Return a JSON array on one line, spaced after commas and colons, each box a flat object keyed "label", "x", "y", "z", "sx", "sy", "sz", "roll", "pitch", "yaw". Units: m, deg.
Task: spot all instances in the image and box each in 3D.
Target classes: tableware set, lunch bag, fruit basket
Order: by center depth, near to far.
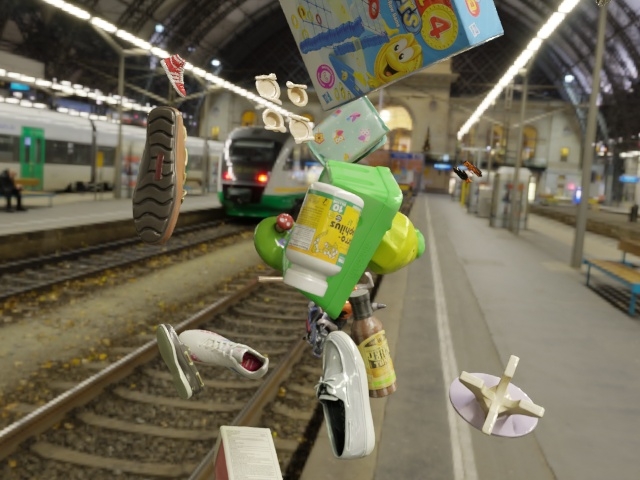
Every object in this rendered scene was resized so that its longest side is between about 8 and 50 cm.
[{"label": "tableware set", "x": -0.079, "y": -0.297, "z": 1.482, "sx": 0.141, "sy": 0.169, "sz": 0.020, "roll": 3, "pitch": -19, "yaw": -37}, {"label": "fruit basket", "x": 0.121, "y": 0.004, "z": 1.698, "sx": 0.391, "sy": 0.392, "sz": 0.283, "roll": 3, "pitch": 25, "yaw": -6}, {"label": "lunch bag", "x": 0.076, "y": -0.302, "z": 1.940, "sx": 0.223, "sy": 0.160, "sz": 0.262, "roll": -36, "pitch": 3, "yaw": 4}]

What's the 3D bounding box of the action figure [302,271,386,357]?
[{"label": "action figure", "x": 0.063, "y": 0.302, "z": 2.397, "sx": 0.178, "sy": 0.330, "sz": 0.341, "roll": 36, "pitch": 30, "yaw": -23}]

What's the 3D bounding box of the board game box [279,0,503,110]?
[{"label": "board game box", "x": 0.070, "y": -0.380, "z": 0.954, "sx": 0.086, "sy": 0.308, "sz": 0.301, "roll": -30, "pitch": 11, "yaw": -38}]

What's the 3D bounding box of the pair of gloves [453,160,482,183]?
[{"label": "pair of gloves", "x": 0.444, "y": -0.207, "z": 1.994, "sx": 0.074, "sy": 0.010, "sz": 0.083, "roll": 38, "pitch": -28, "yaw": -15}]

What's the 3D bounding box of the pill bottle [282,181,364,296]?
[{"label": "pill bottle", "x": 0.000, "y": 0.000, "z": 1.311, "sx": 0.117, "sy": 0.209, "sz": 0.117, "roll": 20, "pitch": -3, "yaw": 1}]

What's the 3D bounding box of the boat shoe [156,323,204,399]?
[{"label": "boat shoe", "x": -0.408, "y": 0.344, "z": 1.919, "sx": 0.068, "sy": 0.228, "sz": 0.081, "roll": -19, "pitch": -6, "yaw": -40}]

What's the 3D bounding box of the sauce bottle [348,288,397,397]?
[{"label": "sauce bottle", "x": 0.157, "y": 0.329, "z": 2.110, "sx": 0.111, "sy": 0.345, "sz": 0.111, "roll": -15, "pitch": 11, "yaw": 3}]

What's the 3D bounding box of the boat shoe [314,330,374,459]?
[{"label": "boat shoe", "x": 0.035, "y": 0.274, "z": 1.173, "sx": 0.081, "sy": 0.228, "sz": 0.079, "roll": 2, "pitch": -21, "yaw": -41}]

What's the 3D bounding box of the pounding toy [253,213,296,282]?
[{"label": "pounding toy", "x": -0.089, "y": 0.012, "z": 1.898, "sx": 0.182, "sy": 0.237, "sz": 0.110, "roll": 13, "pitch": -37, "yaw": -27}]

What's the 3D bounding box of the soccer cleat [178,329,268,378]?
[{"label": "soccer cleat", "x": -0.330, "y": 0.381, "z": 2.281, "sx": 0.331, "sy": 0.116, "sz": 0.143, "roll": 22, "pitch": -28, "yaw": -10}]

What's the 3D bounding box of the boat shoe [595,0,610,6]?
[{"label": "boat shoe", "x": 0.718, "y": -0.687, "z": 1.533, "sx": 0.112, "sy": 0.096, "sz": 0.335, "roll": -30, "pitch": -14, "yaw": -11}]

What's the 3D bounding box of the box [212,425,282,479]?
[{"label": "box", "x": -0.203, "y": 0.632, "z": 1.801, "sx": 0.148, "sy": 0.127, "sz": 0.232, "roll": 9, "pitch": 21, "yaw": -18}]

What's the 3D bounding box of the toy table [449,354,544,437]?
[{"label": "toy table", "x": 0.528, "y": 0.482, "z": 1.991, "sx": 0.274, "sy": 0.252, "sz": 0.161, "roll": 12, "pitch": -27, "yaw": 12}]

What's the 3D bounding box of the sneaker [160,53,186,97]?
[{"label": "sneaker", "x": -0.401, "y": -0.474, "z": 1.890, "sx": 0.067, "sy": 0.119, "sz": 0.042, "roll": -28, "pitch": 13, "yaw": 2}]

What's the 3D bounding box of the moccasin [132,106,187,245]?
[{"label": "moccasin", "x": -0.436, "y": -0.172, "z": 1.821, "sx": 0.139, "sy": 0.380, "sz": 0.147, "roll": -4, "pitch": -13, "yaw": 7}]
